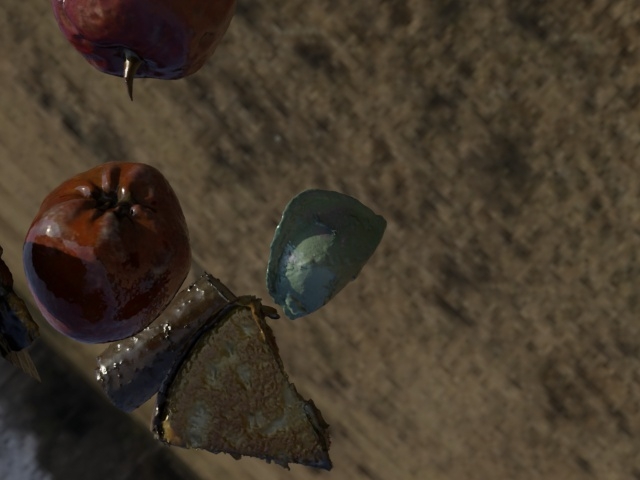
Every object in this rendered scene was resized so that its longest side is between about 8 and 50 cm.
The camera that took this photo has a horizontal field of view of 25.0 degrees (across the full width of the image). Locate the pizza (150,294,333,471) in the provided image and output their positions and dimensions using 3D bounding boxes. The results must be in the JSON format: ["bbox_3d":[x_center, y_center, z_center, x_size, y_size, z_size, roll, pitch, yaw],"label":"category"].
[{"bbox_3d":[-0.099,0.211,2.160,0.287,0.251,0.074,11,-178,7],"label":"pizza"}]

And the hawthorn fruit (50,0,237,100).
[{"bbox_3d":[-0.162,-0.219,1.299,0.179,0.200,0.179,11,162,4],"label":"hawthorn fruit"}]

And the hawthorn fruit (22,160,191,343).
[{"bbox_3d":[-0.332,0.017,2.226,0.284,0.284,0.284,41,168,11],"label":"hawthorn fruit"}]

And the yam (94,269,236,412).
[{"bbox_3d":[-0.258,0.172,2.501,0.131,0.279,0.131,54,179,1],"label":"yam"}]

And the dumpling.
[{"bbox_3d":[0.008,0.009,2.030,0.105,0.216,0.149,37,151,28],"label":"dumpling"}]

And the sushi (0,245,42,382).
[{"bbox_3d":[-0.454,0.045,2.016,0.290,0.050,0.264,61,175,14],"label":"sushi"}]
